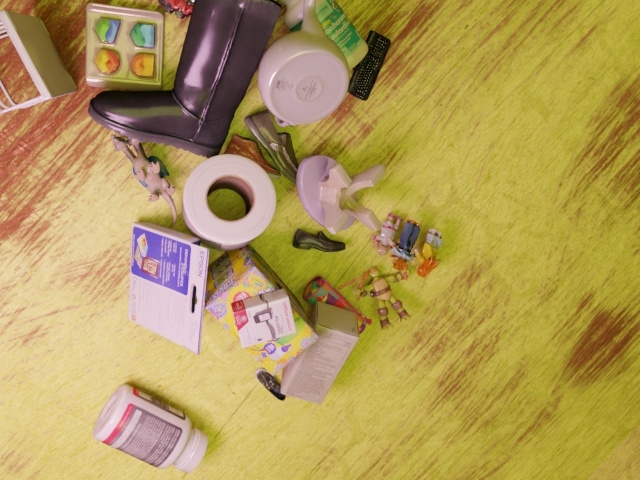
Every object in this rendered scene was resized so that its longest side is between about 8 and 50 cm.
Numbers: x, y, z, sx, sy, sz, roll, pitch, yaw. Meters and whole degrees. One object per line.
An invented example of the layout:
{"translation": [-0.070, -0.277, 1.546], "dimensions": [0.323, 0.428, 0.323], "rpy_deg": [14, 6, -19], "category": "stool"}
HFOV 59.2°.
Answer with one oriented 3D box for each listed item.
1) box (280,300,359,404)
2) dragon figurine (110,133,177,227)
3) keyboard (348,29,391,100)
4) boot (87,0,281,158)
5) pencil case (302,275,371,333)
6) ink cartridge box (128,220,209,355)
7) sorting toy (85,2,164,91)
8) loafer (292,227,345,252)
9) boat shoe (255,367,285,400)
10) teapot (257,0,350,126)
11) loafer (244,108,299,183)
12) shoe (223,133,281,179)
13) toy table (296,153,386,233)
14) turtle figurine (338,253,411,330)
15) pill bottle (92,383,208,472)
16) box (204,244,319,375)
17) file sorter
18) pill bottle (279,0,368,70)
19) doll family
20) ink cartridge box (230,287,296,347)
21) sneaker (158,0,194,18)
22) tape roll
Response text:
{"translation": [-0.005, 0.356, 1.769], "dimensions": [0.148, 0.121, 0.311], "rpy_deg": [20, 119, -12], "category": "box"}
{"translation": [-0.467, -0.179, 1.559], "dimensions": [0.085, 0.144, 0.289], "rpy_deg": [-33, 131, -5], "category": "dragon figurine"}
{"translation": [0.135, -0.514, 1.647], "dimensions": [0.100, 0.038, 0.191], "rpy_deg": [18, 100, -19], "category": "keyboard"}
{"translation": [-0.338, -0.453, 1.403], "dimensions": [0.367, 0.146, 0.445], "rpy_deg": [11, 127, -30], "category": "boot"}
{"translation": [0.051, 0.216, 1.812], "dimensions": [0.236, 0.104, 0.104], "rpy_deg": [41, 93, -22], "category": "pencil case"}
{"translation": [-0.413, 0.125, 1.570], "dimensions": [0.072, 0.308, 0.303], "rpy_deg": [-14, 116, -57], "category": "ink cartridge box"}
{"translation": [-0.512, -0.502, 1.475], "dimensions": [0.193, 0.038, 0.208], "rpy_deg": [2, 106, -16], "category": "sorting toy"}
{"translation": [0.000, 0.000, 1.755], "dimensions": [0.170, 0.062, 0.061], "rpy_deg": [5, 100, -18], "category": "loafer"}
{"translation": [-0.161, 0.477, 1.864], "dimensions": [0.049, 0.040, 0.142], "rpy_deg": [-41, 112, 0], "category": "boat shoe"}
{"translation": [-0.056, -0.438, 1.464], "dimensions": [0.256, 0.187, 0.252], "rpy_deg": [-30, 139, 9], "category": "teapot"}
{"translation": [-0.114, -0.270, 1.622], "dimensions": [0.087, 0.094, 0.251], "rpy_deg": [-37, 112, 3], "category": "loafer"}
{"translation": [-0.185, -0.242, 1.628], "dimensions": [0.178, 0.063, 0.081], "rpy_deg": [21, 104, -16], "category": "shoe"}
{"translation": [0.066, -0.130, 1.640], "dimensions": [0.274, 0.161, 0.252], "rpy_deg": [38, 78, -39], "category": "toy table"}
{"translation": [0.193, 0.178, 1.838], "dimensions": [0.270, 0.087, 0.217], "rpy_deg": [-21, 88, -26], "category": "turtle figurine"}
{"translation": [-0.512, 0.588, 1.730], "dimensions": [0.319, 0.176, 0.176], "rpy_deg": [36, 95, -21], "category": "pill bottle"}
{"translation": [-0.184, 0.184, 1.642], "dimensions": [0.177, 0.279, 0.290], "rpy_deg": [-40, 111, -1], "category": "box"}
{"translation": [-0.725, -0.406, 1.323], "dimensions": [0.173, 0.277, 0.192], "rpy_deg": [-22, 111, -3], "category": "file sorter"}
{"translation": [0.001, -0.581, 1.532], "dimensions": [0.146, 0.146, 0.264], "rpy_deg": [-42, 112, 0], "category": "pill bottle"}
{"translation": [0.295, 0.028, 1.790], "dimensions": [0.263, 0.118, 0.163], "rpy_deg": [23, 82, -18], "category": "doll family"}
{"translation": [-0.147, 0.202, 1.472], "dimensions": [0.151, 0.063, 0.109], "rpy_deg": [-15, 109, -11], "category": "ink cartridge box"}
{"translation": [-0.273, -0.612, 1.474], "dimensions": [0.276, 0.097, 0.135], "rpy_deg": [21, 102, -19], "category": "sneaker"}
{"translation": [-0.256, -0.100, 1.553], "dimensions": [0.246, 0.169, 0.245], "rpy_deg": [2, 82, -15], "category": "tape roll"}
